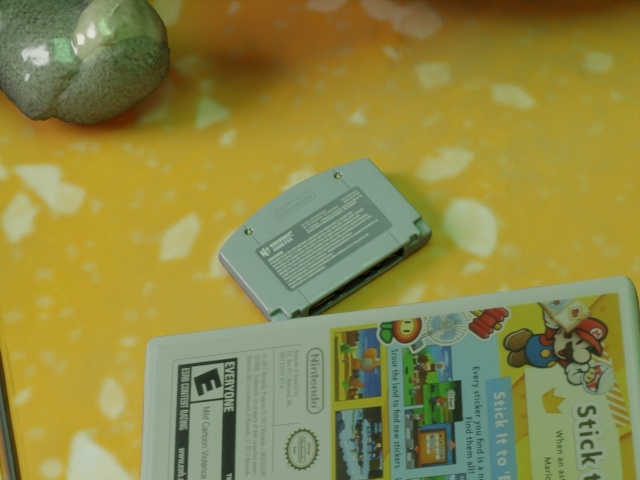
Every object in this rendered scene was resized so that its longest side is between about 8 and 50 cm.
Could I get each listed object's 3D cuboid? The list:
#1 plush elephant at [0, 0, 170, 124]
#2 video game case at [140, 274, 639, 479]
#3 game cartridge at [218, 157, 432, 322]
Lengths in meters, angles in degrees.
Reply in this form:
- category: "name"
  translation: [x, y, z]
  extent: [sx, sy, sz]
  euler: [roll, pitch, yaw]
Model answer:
- category: "plush elephant"
  translation: [-0.230, -0.201, 0.859]
  extent: [0.272, 0.255, 0.330]
  euler: [-16, 55, -18]
- category: "video game case"
  translation: [0.029, 0.128, 0.767]
  extent: [0.206, 0.026, 0.227]
  euler: [-8, 57, 12]
- category: "game cartridge"
  translation: [0.000, 0.000, 0.876]
  extent: [0.083, 0.017, 0.056]
  euler: [-32, 66, -16]
